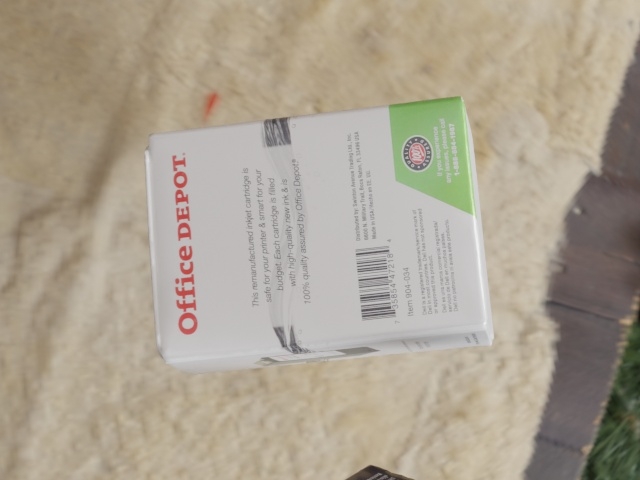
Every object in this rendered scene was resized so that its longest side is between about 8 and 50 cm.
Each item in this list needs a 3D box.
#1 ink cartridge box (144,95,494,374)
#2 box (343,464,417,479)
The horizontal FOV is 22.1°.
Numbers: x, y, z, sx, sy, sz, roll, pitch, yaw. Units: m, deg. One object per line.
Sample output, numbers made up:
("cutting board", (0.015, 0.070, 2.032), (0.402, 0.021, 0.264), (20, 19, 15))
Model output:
("ink cartridge box", (0.000, 0.000, 1.391), (0.273, 0.115, 0.198), (-6, 78, 8))
("box", (0.090, 0.372, 1.499), (0.313, 0.343, 0.178), (11, 106, 30))
